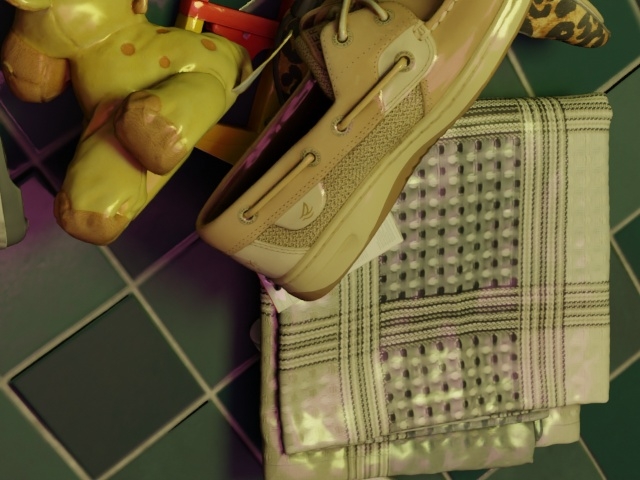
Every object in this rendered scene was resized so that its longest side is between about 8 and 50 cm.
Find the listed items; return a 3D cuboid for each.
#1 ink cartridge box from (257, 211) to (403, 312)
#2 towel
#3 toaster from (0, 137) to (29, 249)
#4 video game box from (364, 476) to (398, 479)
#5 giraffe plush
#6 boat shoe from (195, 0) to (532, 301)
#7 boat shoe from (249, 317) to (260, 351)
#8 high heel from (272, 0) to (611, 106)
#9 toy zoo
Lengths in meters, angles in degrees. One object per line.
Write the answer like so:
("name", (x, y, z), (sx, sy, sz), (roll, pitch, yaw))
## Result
("ink cartridge box", (0.000, 0.000, 1.089), (0.115, 0.029, 0.062), (-30, 110, -9))
("towel", (0.101, 0.045, 1.170), (0.312, 0.056, 0.324), (-5, 106, -21))
("toaster", (-0.291, -0.091, 0.967), (0.146, 0.129, 0.227), (-10, 109, -17))
("video game box", (0.007, 0.292, 1.252), (0.187, 0.048, 0.205), (37, 90, -24))
("giraffe plush", (-0.151, -0.122, 0.986), (0.170, 0.181, 0.210), (41, 87, -5))
("boat shoe", (0.037, -0.119, 0.981), (0.110, 0.121, 0.341), (29, 99, -20))
("boat shoe", (-0.013, 0.063, 1.184), (0.100, 0.035, 0.035), (-37, 143, -12))
("high heel", (0.093, -0.151, 1.104), (0.261, 0.093, 0.186), (21, 107, -28))
("toy zoo", (-0.018, -0.165, 1.110), (0.192, 0.030, 0.293), (12, 101, -26))
